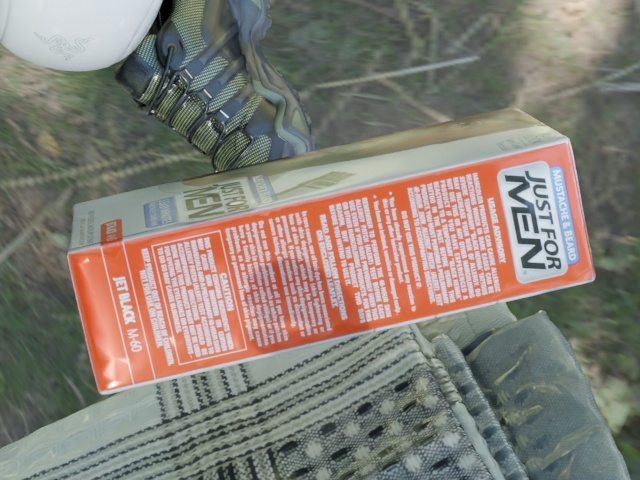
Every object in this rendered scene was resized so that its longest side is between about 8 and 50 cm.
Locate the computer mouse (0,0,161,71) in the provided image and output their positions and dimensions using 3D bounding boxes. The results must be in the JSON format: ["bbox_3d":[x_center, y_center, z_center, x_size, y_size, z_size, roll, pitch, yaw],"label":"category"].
[{"bbox_3d":[-0.071,-0.127,0.686,0.106,0.042,0.193,9,129,-14],"label":"computer mouse"}]

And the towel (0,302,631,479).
[{"bbox_3d":[-0.037,0.130,0.735,0.324,0.312,0.056,-22,115,-1],"label":"towel"}]

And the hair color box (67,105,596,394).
[{"bbox_3d":[0.000,0.000,0.679,0.167,0.093,0.053,-12,101,-4],"label":"hair color box"}]

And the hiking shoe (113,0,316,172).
[{"bbox_3d":[-0.079,-0.089,1.293,0.114,0.086,0.226,-5,63,-25],"label":"hiking shoe"}]
